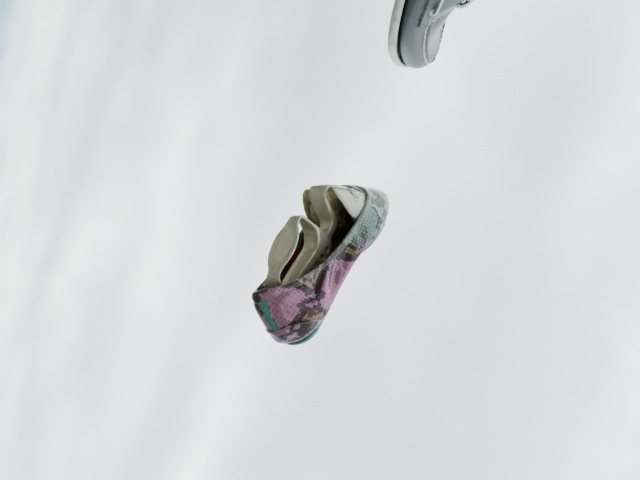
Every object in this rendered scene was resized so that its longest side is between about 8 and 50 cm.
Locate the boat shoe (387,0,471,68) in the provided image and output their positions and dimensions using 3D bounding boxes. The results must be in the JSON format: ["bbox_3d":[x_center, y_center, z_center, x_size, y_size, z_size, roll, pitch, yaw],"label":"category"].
[{"bbox_3d":[0.137,-0.279,1.789,0.319,0.099,0.116,96,13,-58],"label":"boat shoe"}]

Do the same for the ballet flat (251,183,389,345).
[{"bbox_3d":[0.000,0.000,1.535,0.077,0.079,0.221,-9,-146,35],"label":"ballet flat"}]
